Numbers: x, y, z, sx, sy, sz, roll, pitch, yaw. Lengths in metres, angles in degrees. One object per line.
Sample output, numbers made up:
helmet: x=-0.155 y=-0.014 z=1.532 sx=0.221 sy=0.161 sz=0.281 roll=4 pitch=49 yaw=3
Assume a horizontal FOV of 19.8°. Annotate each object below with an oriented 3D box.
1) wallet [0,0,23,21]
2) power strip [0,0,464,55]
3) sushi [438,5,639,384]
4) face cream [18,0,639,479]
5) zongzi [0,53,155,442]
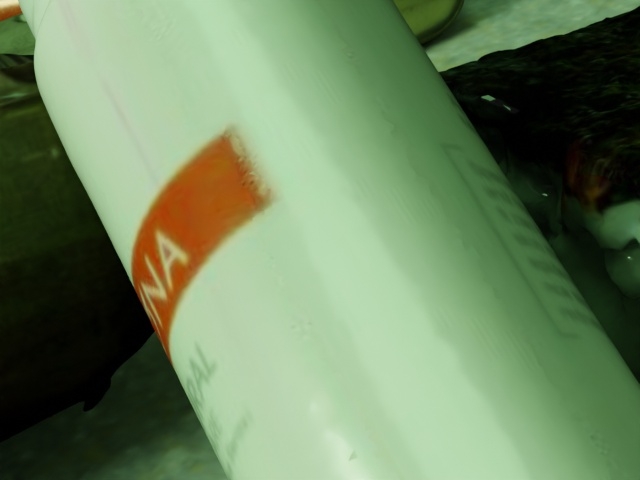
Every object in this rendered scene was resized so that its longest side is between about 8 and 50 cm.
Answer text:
wallet: x=-0.106 y=-0.150 z=0.924 sx=0.204 sy=0.045 sz=0.142 roll=-8 pitch=32 yaw=15
power strip: x=-0.121 y=-0.051 z=0.769 sx=0.387 sy=0.066 sz=0.092 roll=-24 pitch=34 yaw=-14
sushi: x=0.118 y=0.006 z=0.505 sx=0.127 sy=0.124 sz=0.225 roll=-23 pitch=26 yaw=-20
face cream: x=0.000 y=0.000 z=0.473 sx=0.102 sy=0.102 sz=0.345 roll=-23 pitch=55 yaw=-10
zongzi: x=-0.216 y=0.028 z=0.647 sx=0.289 sy=0.154 sz=0.317 roll=-16 pitch=5 yaw=-27
